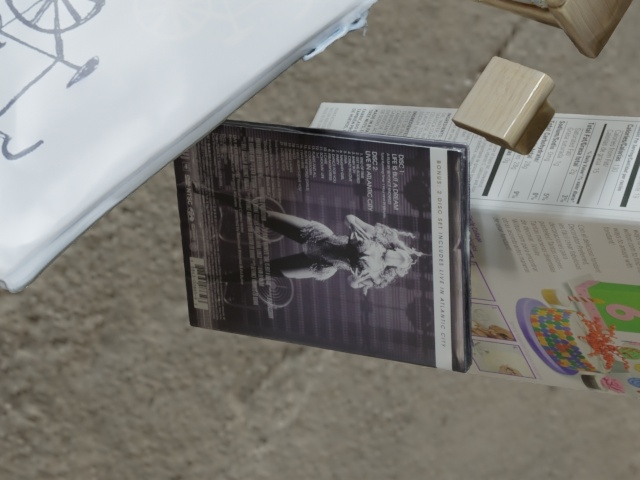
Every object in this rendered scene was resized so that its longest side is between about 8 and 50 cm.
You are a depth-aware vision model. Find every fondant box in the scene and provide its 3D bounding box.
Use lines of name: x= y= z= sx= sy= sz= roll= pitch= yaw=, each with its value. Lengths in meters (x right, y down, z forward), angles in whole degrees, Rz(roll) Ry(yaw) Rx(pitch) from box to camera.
fondant box: x=0.165 y=0.012 z=1.173 sx=0.096 sy=0.330 sz=0.238 roll=-64 pitch=144 yaw=-28

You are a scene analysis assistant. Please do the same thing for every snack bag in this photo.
snack bag: x=-0.179 y=-0.178 z=0.924 sx=0.323 sy=0.342 sz=0.037 roll=-41 pitch=178 yaw=-22

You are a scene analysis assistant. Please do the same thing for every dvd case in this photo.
dvd case: x=0.000 y=0.000 z=1.082 sx=0.018 sy=0.221 sz=0.164 roll=-40 pitch=132 yaw=-55

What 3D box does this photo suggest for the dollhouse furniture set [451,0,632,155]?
dollhouse furniture set: x=0.069 y=-0.275 z=0.954 sx=0.355 sy=0.303 sz=0.174 roll=-58 pitch=139 yaw=-9
